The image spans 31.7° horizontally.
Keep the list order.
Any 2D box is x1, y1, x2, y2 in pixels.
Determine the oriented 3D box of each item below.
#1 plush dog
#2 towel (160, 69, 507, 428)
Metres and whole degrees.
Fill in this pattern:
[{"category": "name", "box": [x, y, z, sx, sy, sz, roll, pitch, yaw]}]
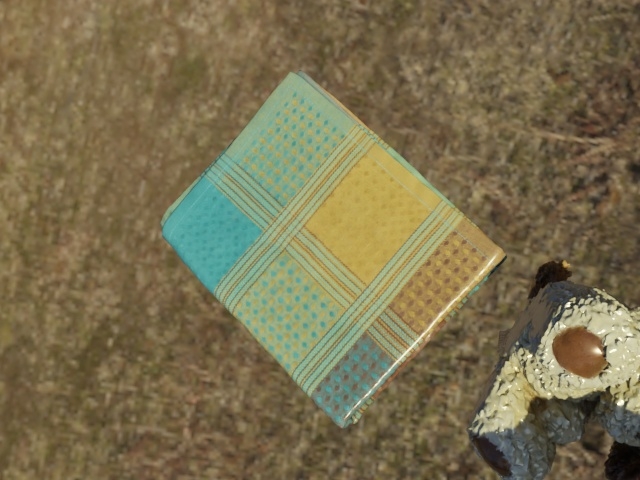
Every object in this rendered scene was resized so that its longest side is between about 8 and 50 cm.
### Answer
[{"category": "plush dog", "box": [0.303, 0.138, 1.141, 0.262, 0.225, 0.210, -64, -1, 43]}, {"category": "towel", "box": [0.000, 0.000, 1.304, 0.271, 0.040, 0.370, -47, 59, 3]}]
